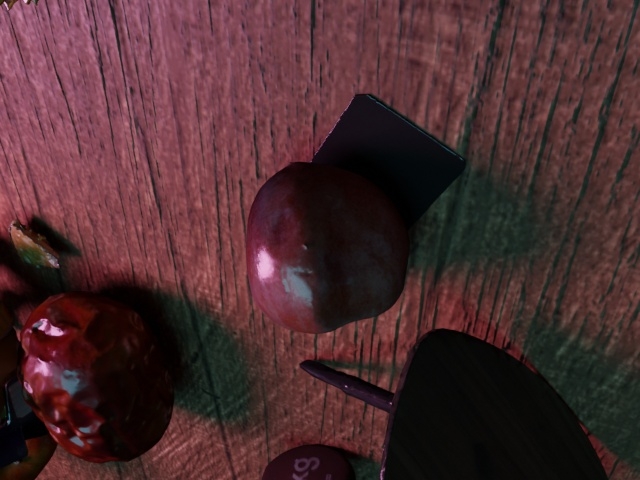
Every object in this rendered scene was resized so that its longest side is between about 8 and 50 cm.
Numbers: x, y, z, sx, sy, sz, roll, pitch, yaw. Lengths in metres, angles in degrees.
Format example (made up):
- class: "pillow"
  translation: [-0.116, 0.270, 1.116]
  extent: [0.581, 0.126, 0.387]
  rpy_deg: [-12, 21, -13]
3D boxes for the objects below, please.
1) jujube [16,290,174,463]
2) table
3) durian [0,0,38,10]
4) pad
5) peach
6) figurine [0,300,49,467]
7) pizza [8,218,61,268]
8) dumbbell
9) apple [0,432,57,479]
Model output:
- class: "jujube"
  translation: [-0.274, 0.170, 0.953]
  extent: [0.174, 0.174, 0.250]
  rpy_deg: [7, 139, 22]
- class: "table"
  translation: [0.083, 0.275, 0.804]
  extent: [0.317, 0.317, 0.249]
  rpy_deg: [47, 149, -19]
- class: "durian"
  translation: [-0.270, -0.254, 0.605]
  extent: [0.182, 0.165, 0.132]
  rpy_deg: [15, 98, -17]
- class: "pad"
  translation: [0.045, -0.052, 0.690]
  extent: [0.112, 0.003, 0.157]
  rpy_deg: [33, 138, -5]
- class: "peach"
  translation: [0.000, 0.000, 0.677]
  extent: [0.152, 0.152, 0.152]
  rpy_deg: [15, 136, 15]
- class: "figurine"
  translation: [-0.437, 0.142, 0.966]
  extent: [0.143, 0.308, 0.308]
  rpy_deg: [-8, 131, 0]
- class: "pizza"
  translation: [-0.340, 0.009, 0.934]
  extent: [0.078, 0.025, 0.083]
  rpy_deg: [28, 144, 7]
- class: "dumbbell"
  translation: [0.004, 0.391, 1.035]
  extent: [0.124, 0.140, 0.225]
  rpy_deg: [-5, 127, 18]
- class: "apple"
  translation: [-0.521, 0.284, 1.161]
  extent: [0.230, 0.230, 0.230]
  rpy_deg: [15, 136, 15]
